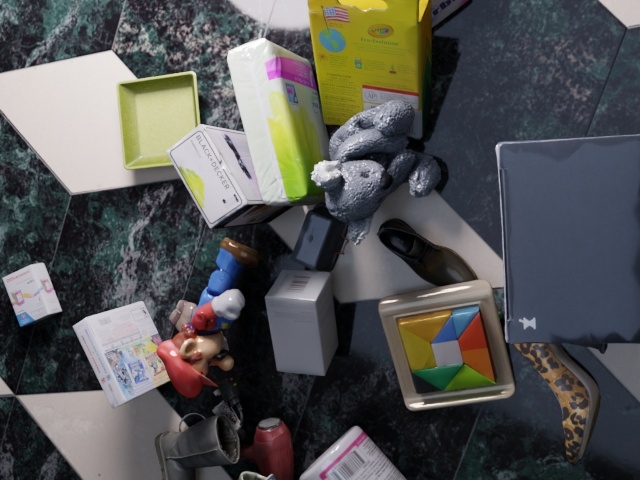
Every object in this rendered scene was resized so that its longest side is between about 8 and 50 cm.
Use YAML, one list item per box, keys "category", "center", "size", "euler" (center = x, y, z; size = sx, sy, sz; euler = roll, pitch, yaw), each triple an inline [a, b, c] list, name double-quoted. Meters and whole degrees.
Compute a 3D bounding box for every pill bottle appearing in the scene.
- category: "pill bottle"
  center: [0.107, 0.516, 1.518]
  size: [0.160, 0.160, 0.283]
  euler: [-45, 81, 15]

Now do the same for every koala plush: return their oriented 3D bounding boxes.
- category: "koala plush"
  center: [0.076, -0.111, 1.430]
  size: [0.203, 0.221, 0.196]
  euler: [-7, 128, 37]

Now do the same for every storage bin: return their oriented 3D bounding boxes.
- category: "storage bin"
  center: [0.000, 0.000, 1.553]
  size: [0.098, 0.091, 0.135]
  euler: [23, 101, 14]

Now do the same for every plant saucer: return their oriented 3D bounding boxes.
- category: "plant saucer"
  center: [-0.332, -0.250, 1.661]
  size: [0.188, 0.045, 0.188]
  euler: [-4, 92, 18]

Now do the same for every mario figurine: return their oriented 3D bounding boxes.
- category: "mario figurine"
  center: [-0.193, 0.168, 1.570]
  size: [0.170, 0.198, 0.321]
  euler: [21, 85, 35]

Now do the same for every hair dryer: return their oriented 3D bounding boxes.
- category: "hair dryer"
  center: [-0.150, 0.437, 1.651]
  size: [0.293, 0.080, 0.224]
  euler: [48, 125, 11]

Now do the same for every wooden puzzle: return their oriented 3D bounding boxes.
- category: "wooden puzzle"
  center: [0.240, 0.207, 1.497]
  size: [0.220, 0.044, 0.239]
  euler: [-12, 103, 18]

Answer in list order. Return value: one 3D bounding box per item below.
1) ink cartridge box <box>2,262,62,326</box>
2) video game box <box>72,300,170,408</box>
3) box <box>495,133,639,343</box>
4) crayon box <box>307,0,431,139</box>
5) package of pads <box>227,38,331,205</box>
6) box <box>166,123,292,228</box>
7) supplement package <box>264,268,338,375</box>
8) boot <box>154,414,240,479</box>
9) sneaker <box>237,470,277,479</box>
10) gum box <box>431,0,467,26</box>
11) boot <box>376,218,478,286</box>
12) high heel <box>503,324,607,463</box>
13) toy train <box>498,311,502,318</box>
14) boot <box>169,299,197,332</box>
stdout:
- category: "ink cartridge box"
  center: [-0.656, 0.122, 1.781]
  size: [0.088, 0.052, 0.123]
  euler: [-23, 86, 17]
- category: "video game box"
  center: [-0.400, 0.233, 1.632]
  size: [0.048, 0.205, 0.187]
  euler: [-31, 84, 20]
- category: "box"
  center: [0.409, -0.011, 1.268]
  size: [0.211, 0.395, 0.294]
  euler: [-2, 94, 17]
- category: "crayon box"
  center: [0.094, -0.334, 1.402]
  size: [0.202, 0.319, 0.081]
  euler: [12, 55, 16]
- category: "package of pads"
  center: [-0.063, -0.212, 1.486]
  size: [0.101, 0.229, 0.297]
  euler: [-14, 88, 18]
- category: "box"
  center: [-0.156, -0.119, 1.488]
  size: [0.087, 0.290, 0.169]
  euler: [-32, 85, 16]
- category: "supplement package"
  center: [-0.034, 0.160, 1.533]
  size: [0.105, 0.105, 0.179]
  euler: [3, 120, 17]
- category: "boot"
  center: [-0.244, 0.465, 1.637]
  size: [0.208, 0.076, 0.190]
  euler: [-19, 95, 31]
- category: "sneaker"
  center: [-0.147, 0.506, 1.593]
  size: [0.192, 0.064, 0.086]
  euler: [-11, 103, 39]
- category: "gum box"
  center: [0.183, -0.440, 1.453]
  size: [0.188, 0.107, 0.062]
  euler: [-35, 71, 16]
- category: "boot"
  center: [0.197, 0.037, 1.486]
  size: [0.219, 0.106, 0.082]
  euler: [33, 102, 13]
- category: "high heel"
  center: [0.421, 0.271, 1.455]
  size: [0.186, 0.093, 0.261]
  euler: [10, 99, 28]
- category: "toy train"
  center: [0.308, 0.133, 1.502]
  size: [0.083, 0.023, 0.017]
  euler: [21, 99, 14]
- category: "boot"
  center: [-0.290, 0.190, 1.684]
  size: [0.087, 0.042, 0.118]
  euler: [32, 101, 19]
